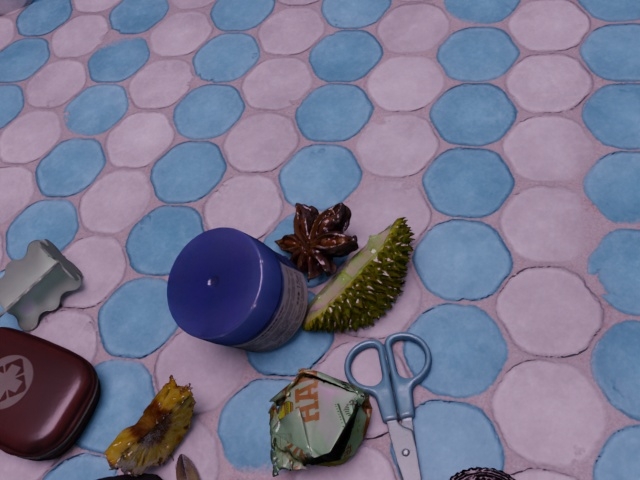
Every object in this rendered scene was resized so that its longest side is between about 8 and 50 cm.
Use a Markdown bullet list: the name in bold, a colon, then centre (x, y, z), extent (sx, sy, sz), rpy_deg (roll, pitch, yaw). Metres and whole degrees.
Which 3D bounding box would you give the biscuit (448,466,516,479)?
- **biscuit**: centre (0.306, 0.522, 1.300), extent (0.195, 0.053, 0.194), rpy_deg (-7, 55, 10)

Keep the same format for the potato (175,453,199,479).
- **potato**: centre (-0.282, 0.501, 1.476), extent (0.037, 0.036, 0.093), rpy_deg (-57, 34, 18)

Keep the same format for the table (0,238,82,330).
- **table**: centre (-0.733, 0.115, 1.772), extent (0.198, 0.166, 0.166), rpy_deg (-44, 58, -5)

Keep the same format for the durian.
- **durian**: centre (0.094, 0.080, 1.587), extent (0.352, 0.158, 0.169), rpy_deg (-47, 47, -13)

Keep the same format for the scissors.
- **scissors**: centre (0.168, 0.398, 1.429), extent (0.193, 0.029, 0.446), rpy_deg (-13, 55, 6)

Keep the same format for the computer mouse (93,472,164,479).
- **computer mouse**: centre (-0.442, 0.562, 1.441), extent (0.270, 0.086, 0.137), rpy_deg (-11, 56, 6)

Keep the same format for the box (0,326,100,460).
- **box**: centre (-0.711, 0.351, 1.631), extent (0.404, 0.108, 0.263), rpy_deg (15, 63, 21)

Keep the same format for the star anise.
- **star anise**: centre (-0.004, -0.003, 1.676), extent (0.214, 0.099, 0.220), rpy_deg (-45, 47, 12)

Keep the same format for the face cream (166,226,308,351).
- **face cream**: centre (-0.179, 0.118, 1.554), extent (0.249, 0.225, 0.248), rpy_deg (-9, 68, 24)

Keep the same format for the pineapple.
- **pineapple**: centre (-0.353, 0.415, 1.493), extent (0.080, 0.135, 0.233), rpy_deg (23, 56, 36)

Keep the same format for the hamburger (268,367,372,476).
- **hamburger**: centre (-0.018, 0.386, 1.431), extent (0.214, 0.125, 0.235), rpy_deg (8, 66, 36)
